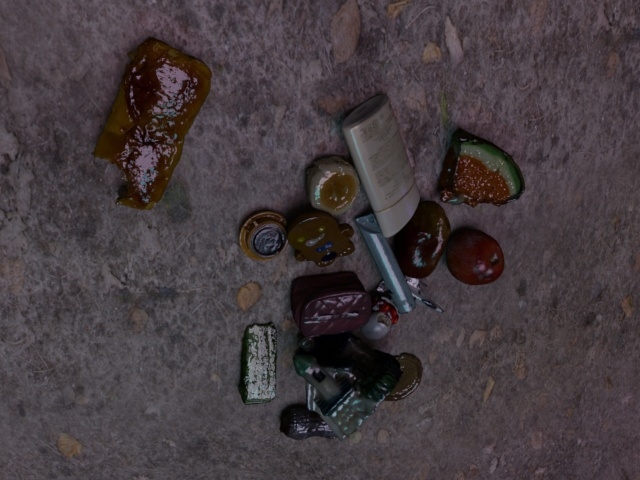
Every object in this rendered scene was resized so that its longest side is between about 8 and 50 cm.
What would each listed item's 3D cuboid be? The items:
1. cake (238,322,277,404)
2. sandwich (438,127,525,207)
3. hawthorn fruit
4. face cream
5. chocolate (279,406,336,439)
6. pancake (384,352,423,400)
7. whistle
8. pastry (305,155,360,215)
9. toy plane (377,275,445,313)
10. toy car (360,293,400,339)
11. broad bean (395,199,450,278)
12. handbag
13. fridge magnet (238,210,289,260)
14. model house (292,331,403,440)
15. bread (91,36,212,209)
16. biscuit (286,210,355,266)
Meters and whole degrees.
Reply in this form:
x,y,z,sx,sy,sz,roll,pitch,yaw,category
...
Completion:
x,y,z,sx,sy,sz,roll,pitch,yaw,category
-0.187,0.353,1.769,0.100,0.099,0.235,0,95,-19,cake
0.443,-0.188,1.689,0.292,0.109,0.212,13,117,-23,sandwich
0.461,0.056,1.779,0.172,0.173,0.173,-9,119,-16,hawthorn fruit
0.170,-0.192,1.578,0.173,0.081,0.349,-44,127,-27,face cream
-0.008,0.580,1.912,0.248,0.110,0.110,5,114,-23,chocolate
0.258,0.458,1.997,0.199,0.021,0.199,-9,118,-18,pancake
0.187,0.064,1.696,0.062,0.062,0.312,-28,106,-5,whistle
0.035,-0.143,1.565,0.165,0.088,0.166,-10,122,-17,pastry
0.274,0.158,1.812,0.234,0.082,0.160,30,94,-18,toy plane
0.158,0.242,1.770,0.139,0.112,0.112,-24,121,31,toy car
0.286,-0.001,1.692,0.122,0.156,0.229,-2,122,-24,broad bean
0.029,0.181,1.701,0.225,0.135,0.146,-5,121,-19,handbag
-0.144,-0.009,1.578,0.143,0.063,0.143,-8,116,-18,fridge magnet
0.052,0.371,1.718,0.284,0.298,0.243,40,97,5,model house
-0.389,-0.251,1.337,0.185,0.109,0.380,18,110,-28,bread
0.000,0.000,1.603,0.180,0.039,0.236,-29,142,14,biscuit
